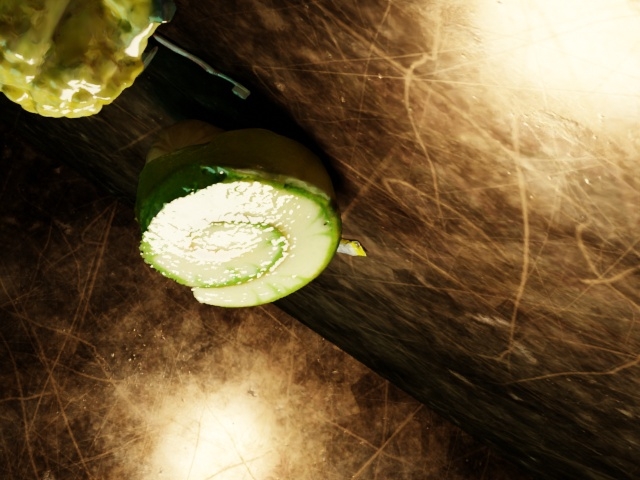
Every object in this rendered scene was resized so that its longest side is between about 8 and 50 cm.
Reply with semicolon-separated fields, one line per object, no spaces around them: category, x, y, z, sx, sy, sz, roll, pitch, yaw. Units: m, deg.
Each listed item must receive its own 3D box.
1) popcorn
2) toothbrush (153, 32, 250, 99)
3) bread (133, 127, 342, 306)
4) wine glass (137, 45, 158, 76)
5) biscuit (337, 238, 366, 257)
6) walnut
popcorn;-0.396;-0.320;1.116;0.293;0.293;0.237;43;-176;-32
toothbrush;-0.197;-0.289;1.239;0.193;0.019;0.013;34;166;6
bread;-0.149;-0.028;1.356;0.366;0.129;0.382;3;138;-21
wine glass;-0.358;-0.352;1.285;0.155;0.073;0.073;34;166;-15
biscuit;0.000;0.000;1.731;0.292;0.026;0.048;14;152;51
walnut;-0.235;-0.129;1.487;0.228;0.228;0.228;31;165;9
